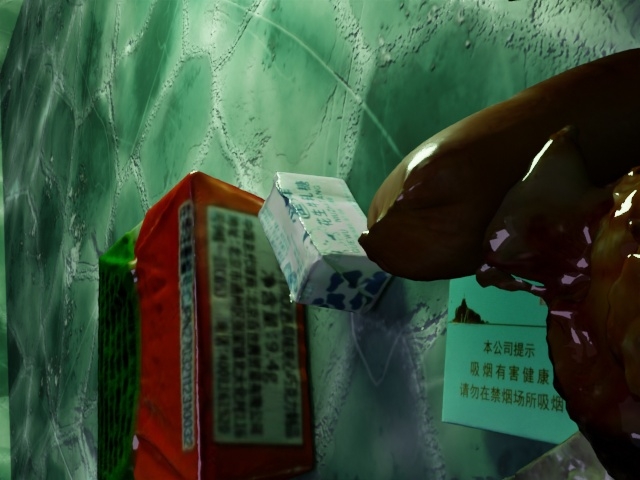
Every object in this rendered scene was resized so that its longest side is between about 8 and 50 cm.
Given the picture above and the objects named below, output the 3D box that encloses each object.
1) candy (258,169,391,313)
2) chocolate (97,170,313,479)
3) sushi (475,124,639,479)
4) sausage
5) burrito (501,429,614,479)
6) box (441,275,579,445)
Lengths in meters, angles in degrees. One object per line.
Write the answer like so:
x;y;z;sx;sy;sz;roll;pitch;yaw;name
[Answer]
0.000;0.000;0.913;0.073;0.092;0.160;-66;33;30;candy
-0.155;0.147;1.076;0.341;0.161;0.360;-32;57;53;chocolate
0.233;0.006;0.335;0.343;0.182;0.196;-18;35;30;sushi
0.139;-0.050;0.503;0.089;0.300;0.083;-33;85;51;sausage
0.251;0.138;0.444;0.348;0.107;0.175;26;90;57;burrito
0.160;0.034;0.678;0.162;0.041;0.229;-5;79;59;box
